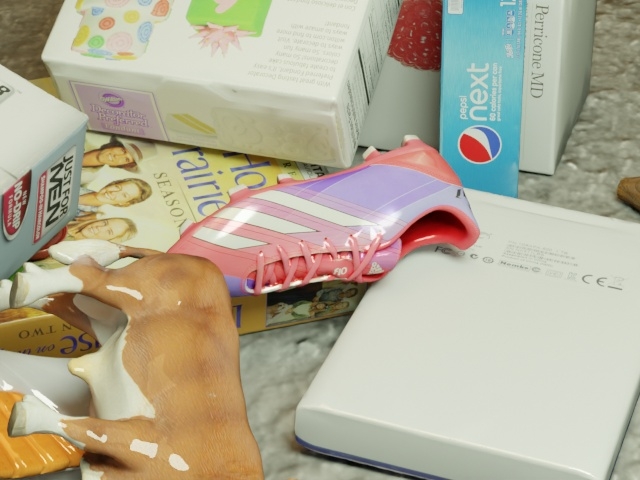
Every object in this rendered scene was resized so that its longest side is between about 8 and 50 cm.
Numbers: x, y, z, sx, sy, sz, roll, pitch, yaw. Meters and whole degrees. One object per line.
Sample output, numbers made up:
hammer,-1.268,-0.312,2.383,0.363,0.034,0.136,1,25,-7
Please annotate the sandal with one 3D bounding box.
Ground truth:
sandal,-0.182,0.131,1.240,0.265,0.076,0.102,2,48,-37

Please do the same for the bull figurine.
bull figurine,-0.109,0.115,1.161,0.188,0.101,0.310,14,35,-22

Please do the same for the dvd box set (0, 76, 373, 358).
dvd box set,-0.204,-0.021,1.457,0.420,0.062,0.307,-10,41,-16

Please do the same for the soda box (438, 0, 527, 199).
soda box,0.131,-0.126,1.517,0.067,0.210,0.071,3,31,5

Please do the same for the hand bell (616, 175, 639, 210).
hand bell,0.338,-0.024,1.478,0.242,0.126,0.126,14,33,42

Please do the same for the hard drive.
hard drive,0.134,0.067,1.359,0.210,0.040,0.318,12,33,15

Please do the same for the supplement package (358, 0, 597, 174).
supplement package,0.087,-0.192,1.655,0.293,0.177,0.175,9,33,15

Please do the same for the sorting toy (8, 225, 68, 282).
sorting toy,-0.226,-0.001,1.348,0.061,0.042,0.102,19,42,18

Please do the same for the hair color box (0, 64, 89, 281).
hair color box,-0.340,0.010,1.217,0.185,0.113,0.374,32,52,14

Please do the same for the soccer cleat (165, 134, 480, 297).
soccer cleat,0.000,0.000,1.345,0.248,0.083,0.095,-22,63,-27

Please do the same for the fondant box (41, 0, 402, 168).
fondant box,-0.053,-0.230,1.511,0.238,0.096,0.330,9,58,14
